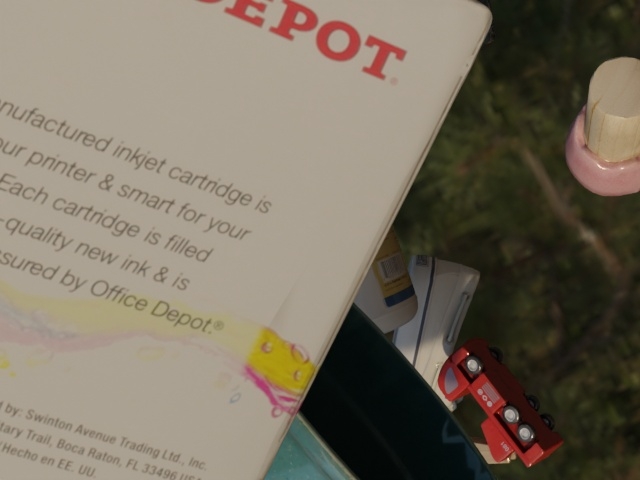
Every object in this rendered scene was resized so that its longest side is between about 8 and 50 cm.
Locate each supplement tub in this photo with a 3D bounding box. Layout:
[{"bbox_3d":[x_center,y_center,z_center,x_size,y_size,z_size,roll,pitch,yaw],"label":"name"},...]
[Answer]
[{"bbox_3d":[0.000,0.000,1.510,0.144,0.144,0.199,-40,-68,-82],"label":"supplement tub"}]

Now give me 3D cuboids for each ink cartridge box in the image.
[{"bbox_3d":[-0.111,-0.005,0.582,0.226,0.306,0.131,22,-168,-22],"label":"ink cartridge box"}]

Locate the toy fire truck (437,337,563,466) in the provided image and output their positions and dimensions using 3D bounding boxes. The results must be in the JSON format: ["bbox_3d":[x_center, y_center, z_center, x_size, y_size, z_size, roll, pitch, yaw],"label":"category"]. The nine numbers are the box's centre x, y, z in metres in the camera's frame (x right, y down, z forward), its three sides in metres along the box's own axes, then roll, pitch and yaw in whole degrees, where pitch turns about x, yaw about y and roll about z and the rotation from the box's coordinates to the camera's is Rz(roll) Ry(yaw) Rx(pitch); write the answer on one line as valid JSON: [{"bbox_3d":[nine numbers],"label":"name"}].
[{"bbox_3d":[0.174,0.210,1.607,0.047,0.135,0.192,-16,-117,-52],"label":"toy fire truck"}]

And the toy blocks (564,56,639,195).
[{"bbox_3d":[0.356,-0.102,1.050,0.289,0.309,0.260,31,171,14],"label":"toy blocks"}]

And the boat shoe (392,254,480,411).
[{"bbox_3d":[0.115,0.150,1.693,0.096,0.088,0.267,-79,-1,-84],"label":"boat shoe"}]

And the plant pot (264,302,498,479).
[{"bbox_3d":[-0.062,0.170,0.891,0.271,0.255,0.271,45,-169,-11],"label":"plant pot"}]

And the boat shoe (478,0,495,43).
[{"bbox_3d":[0.088,-0.206,1.231,0.183,0.083,0.065,54,-148,-67],"label":"boat shoe"}]
